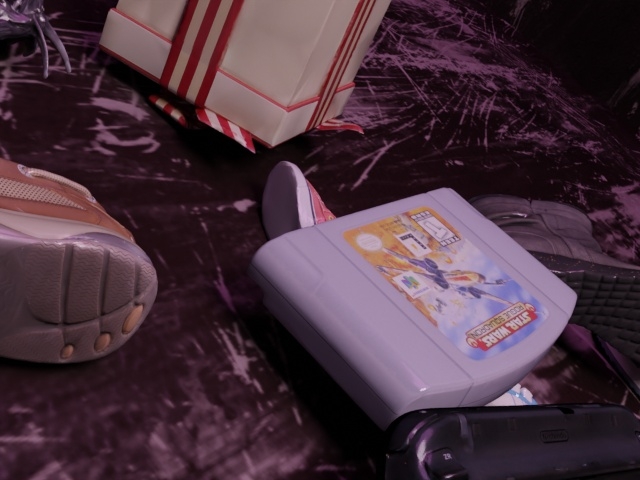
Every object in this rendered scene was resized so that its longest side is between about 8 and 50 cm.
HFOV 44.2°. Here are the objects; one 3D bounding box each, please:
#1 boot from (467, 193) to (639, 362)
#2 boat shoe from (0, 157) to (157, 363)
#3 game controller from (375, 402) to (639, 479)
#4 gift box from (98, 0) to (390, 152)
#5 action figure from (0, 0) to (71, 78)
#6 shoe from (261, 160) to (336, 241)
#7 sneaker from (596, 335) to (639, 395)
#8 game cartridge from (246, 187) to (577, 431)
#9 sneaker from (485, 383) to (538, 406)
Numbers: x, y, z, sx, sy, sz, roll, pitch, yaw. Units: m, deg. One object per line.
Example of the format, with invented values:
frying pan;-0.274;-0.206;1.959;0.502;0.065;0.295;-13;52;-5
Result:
boot;0.340;0.028;0.966;0.338;0.118;0.223;17;30;2
boat shoe;-0.256;-0.010;0.457;0.324;0.123;0.116;21;24;-39
game controller;0.162;0.207;0.585;0.319;0.067;0.167;9;81;-40
gift box;-0.055;-0.241;0.858;0.276;0.258;0.255;34;27;13
action figure;-0.338;-0.263;0.709;0.275;0.141;0.164;31;27;-3
shoe;0.000;0.000;0.773;0.081;0.063;0.178;16;40;-36
sneaker;0.477;0.183;0.948;0.112;0.131;0.319;4;42;-47
game cartridge;0.102;0.048;0.689;0.198;0.062;0.297;40;35;25
sneaker;0.180;0.184;0.688;0.190;0.071;0.083;25;36;-20
